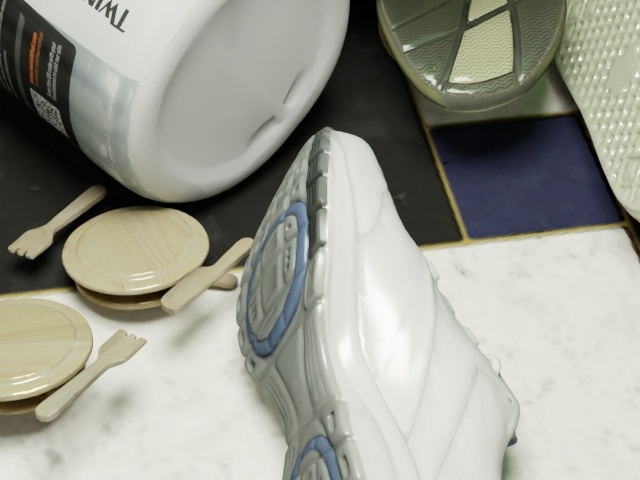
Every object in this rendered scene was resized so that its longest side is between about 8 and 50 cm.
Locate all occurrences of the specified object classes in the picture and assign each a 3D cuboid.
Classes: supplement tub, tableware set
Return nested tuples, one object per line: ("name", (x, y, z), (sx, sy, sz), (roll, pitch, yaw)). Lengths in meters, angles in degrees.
("supplement tub", (-0.152, -0.179, 1.195), (0.316, 0.194, 0.193), (37, 54, 27))
("tableware set", (-0.136, 0.043, 1.092), (0.128, 0.039, 0.194), (20, 41, 30))

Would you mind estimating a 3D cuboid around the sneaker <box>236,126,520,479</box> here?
("sneaker", (0.035, 0.071, 1.041), (0.129, 0.111, 0.297), (7, 55, -26))

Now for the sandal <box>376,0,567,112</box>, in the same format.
("sandal", (0.085, -0.162, 1.282), (0.120, 0.086, 0.303), (-9, 33, -5))

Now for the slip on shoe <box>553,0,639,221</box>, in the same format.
("slip on shoe", (0.225, -0.117, 1.239), (0.101, 0.123, 0.331), (25, 34, -26))
